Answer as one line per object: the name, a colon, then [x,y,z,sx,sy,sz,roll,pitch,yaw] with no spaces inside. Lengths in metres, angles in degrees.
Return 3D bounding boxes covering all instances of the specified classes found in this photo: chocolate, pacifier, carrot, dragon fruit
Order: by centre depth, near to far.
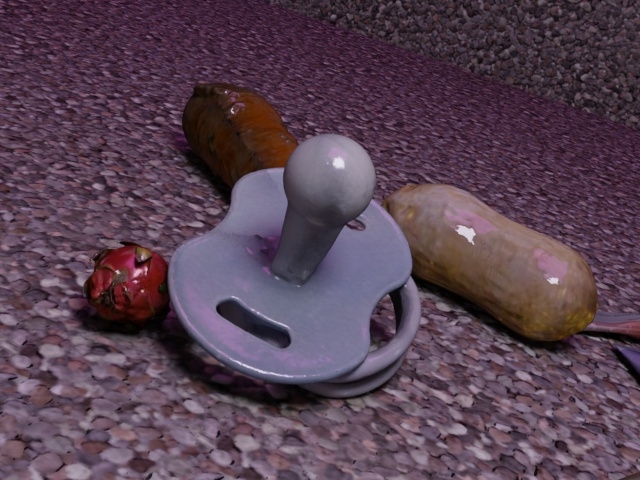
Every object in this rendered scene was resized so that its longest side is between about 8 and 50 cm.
pacifier: [0.000,0.000,0.850,0.244,0.233,0.299,25,44,8]
dragon fruit: [-0.182,0.046,0.859,0.086,0.081,0.116,21,-6,21]
chocolate: [0.210,0.022,1.112,0.309,0.134,0.134,30,26,26]
carrot: [-0.100,-0.128,1.250,0.139,0.138,0.302,0,35,-34]

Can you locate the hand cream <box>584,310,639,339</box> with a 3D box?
hand cream: [0.374,0.109,1.148,0.216,0.038,0.052,7,0,-8]

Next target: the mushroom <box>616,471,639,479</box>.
mushroom: [0.275,0.274,0.468,0.363,0.294,0.362,2,-3,0]

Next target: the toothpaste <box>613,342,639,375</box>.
toothpaste: [0.444,0.198,0.944,0.125,0.079,0.371,13,18,-8]
